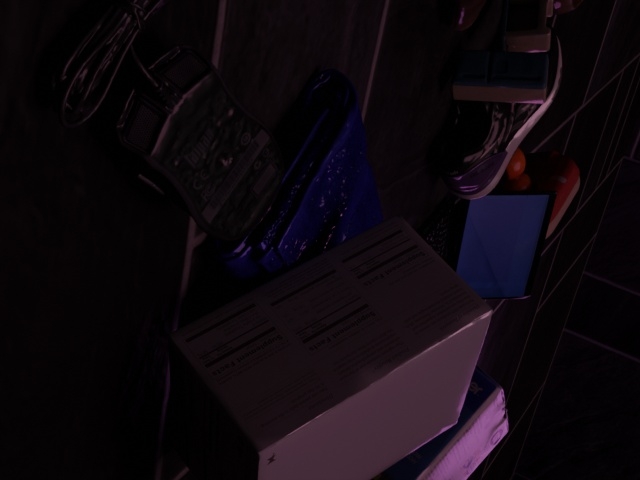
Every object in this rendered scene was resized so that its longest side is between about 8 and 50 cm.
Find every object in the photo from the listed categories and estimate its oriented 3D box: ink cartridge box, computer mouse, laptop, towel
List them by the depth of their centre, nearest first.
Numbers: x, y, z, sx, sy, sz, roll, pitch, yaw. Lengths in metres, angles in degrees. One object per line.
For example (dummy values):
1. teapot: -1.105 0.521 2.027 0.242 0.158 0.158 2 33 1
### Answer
1. computer mouse: -0.090 -0.120 0.785 0.184 0.060 0.262 -60 147 -8
2. towel: 0.000 0.000 1.107 0.228 0.076 0.308 -58 158 -20
3. ink cartridge box: 0.113 0.282 1.449 0.395 0.151 0.270 -45 157 -8
4. laptop: 0.233 0.056 1.658 0.264 0.136 0.234 -46 151 -42

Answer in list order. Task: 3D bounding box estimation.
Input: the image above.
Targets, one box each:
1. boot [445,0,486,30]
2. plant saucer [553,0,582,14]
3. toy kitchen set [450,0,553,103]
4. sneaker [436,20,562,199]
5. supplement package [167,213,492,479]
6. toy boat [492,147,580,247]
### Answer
1. boot: 0.198 -0.383 1.226 0.207 0.090 0.248 71 43 -78
2. plant saucer: 0.433 -0.454 1.779 0.168 0.029 0.168 -53 156 -35
3. toy kitchen set: 0.233 -0.307 1.361 0.166 0.122 0.207 70 27 -61
4. sneaker: 0.252 -0.199 1.494 0.283 0.107 0.124 -64 154 -8
5. supplement package: 0.005 0.136 1.016 0.262 0.145 0.204 -27 147 -25
6. toy boat: 0.326 -0.092 1.784 0.231 0.151 0.151 -52 125 -36
